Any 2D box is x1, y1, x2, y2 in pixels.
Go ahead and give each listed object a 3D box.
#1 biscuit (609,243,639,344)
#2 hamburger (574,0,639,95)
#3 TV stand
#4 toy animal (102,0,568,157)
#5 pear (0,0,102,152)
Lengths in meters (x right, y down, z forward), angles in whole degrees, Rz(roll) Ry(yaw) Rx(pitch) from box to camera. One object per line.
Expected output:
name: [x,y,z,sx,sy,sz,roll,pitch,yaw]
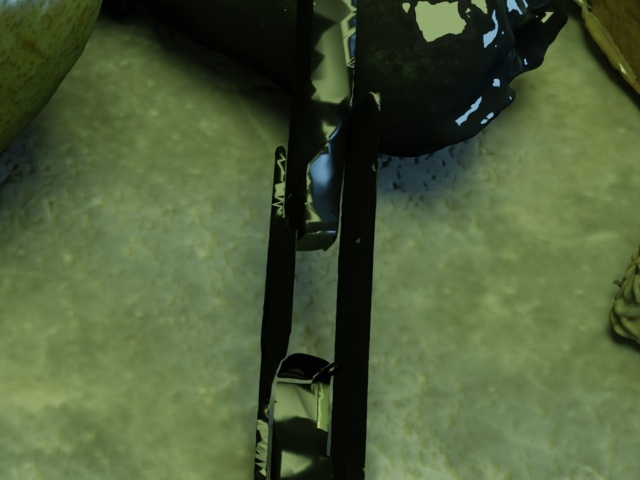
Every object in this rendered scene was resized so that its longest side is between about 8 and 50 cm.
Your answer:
biscuit: [0.204,-0.009,0.855,0.082,0.070,0.168,33,51,7]
hamburger: [0.204,-0.181,0.951,0.135,0.155,0.207,-13,46,-24]
TV stand: [0.000,0.000,0.773,0.042,0.036,0.249,7,73,-12]
toy animal: [-0.041,-0.152,0.911,0.343,0.106,0.168,21,59,15]
pear: [-0.213,-0.108,0.781,0.228,0.188,0.211,7,72,18]
